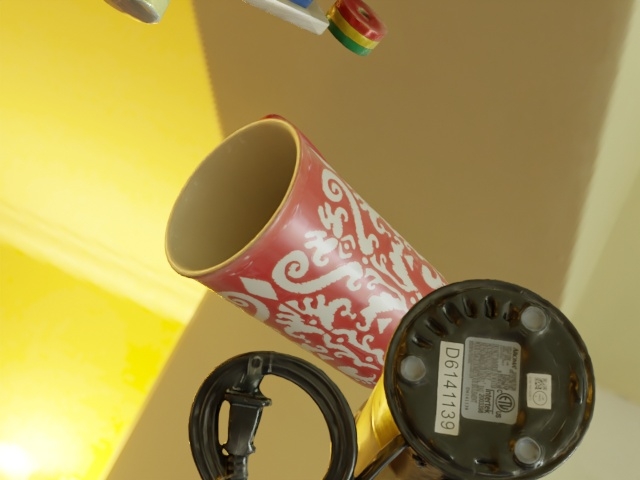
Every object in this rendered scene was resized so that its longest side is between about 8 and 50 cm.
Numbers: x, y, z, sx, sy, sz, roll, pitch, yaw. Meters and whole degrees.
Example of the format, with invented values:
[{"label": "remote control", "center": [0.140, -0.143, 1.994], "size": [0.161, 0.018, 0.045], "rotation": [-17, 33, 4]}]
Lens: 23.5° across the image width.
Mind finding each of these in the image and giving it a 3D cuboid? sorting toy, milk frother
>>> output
[{"label": "sorting toy", "center": [-0.061, -0.229, 1.118], "size": [0.274, 0.046, 0.132], "rotation": [18, 35, -44]}, {"label": "milk frother", "center": [0.022, 0.084, 0.643], "size": [0.143, 0.129, 0.135], "rotation": [23, -24, 3]}]

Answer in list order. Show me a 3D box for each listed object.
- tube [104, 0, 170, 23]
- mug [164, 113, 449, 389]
[{"label": "tube", "center": [-0.114, -0.303, 1.321], "size": [0.062, 0.240, 0.070], "rotation": [28, -14, -13]}, {"label": "mug", "center": [0.006, 0.001, 0.983], "size": [0.113, 0.150, 0.169], "rotation": [-8, -38, 46]}]
